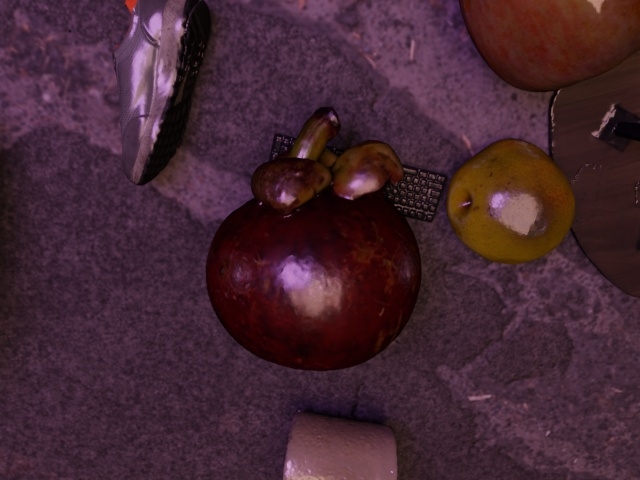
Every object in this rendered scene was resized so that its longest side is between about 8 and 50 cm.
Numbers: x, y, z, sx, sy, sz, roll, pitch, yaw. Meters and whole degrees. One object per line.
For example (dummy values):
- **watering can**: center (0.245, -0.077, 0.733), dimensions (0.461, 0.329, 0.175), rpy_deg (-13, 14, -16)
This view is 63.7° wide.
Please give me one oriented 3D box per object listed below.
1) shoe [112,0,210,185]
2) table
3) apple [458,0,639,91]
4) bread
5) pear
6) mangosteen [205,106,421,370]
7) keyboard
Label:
- **shoe**: center (-0.175, -0.155, 0.521), dimensions (0.077, 0.074, 0.194), rpy_deg (21, 105, 1)
- **table**: center (0.426, -0.032, 0.507), dimensions (0.317, 0.249, 0.317), rpy_deg (-1, 110, -3)
- **apple**: center (0.217, -0.233, 0.452), dimensions (0.188, 0.188, 0.174), rpy_deg (-32, 102, 8)
- **bread**: center (0.020, 0.304, 0.664), dimensions (0.141, 0.134, 0.148), rpy_deg (9, 97, -3)
- **pear**: center (0.216, -0.038, 0.571), dimensions (0.141, 0.104, 0.141), rpy_deg (-3, 110, -7)
- **mangosteen**: center (0.000, 0.000, 0.512), dimensions (0.215, 0.215, 0.257), rpy_deg (8, 103, -7)
- **keyboard**: center (0.041, -0.070, 0.592), dimensions (0.204, 0.013, 0.061), rpy_deg (12, 108, -8)
